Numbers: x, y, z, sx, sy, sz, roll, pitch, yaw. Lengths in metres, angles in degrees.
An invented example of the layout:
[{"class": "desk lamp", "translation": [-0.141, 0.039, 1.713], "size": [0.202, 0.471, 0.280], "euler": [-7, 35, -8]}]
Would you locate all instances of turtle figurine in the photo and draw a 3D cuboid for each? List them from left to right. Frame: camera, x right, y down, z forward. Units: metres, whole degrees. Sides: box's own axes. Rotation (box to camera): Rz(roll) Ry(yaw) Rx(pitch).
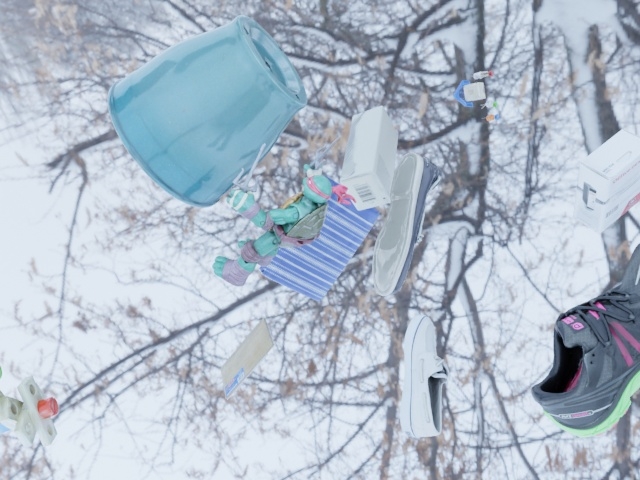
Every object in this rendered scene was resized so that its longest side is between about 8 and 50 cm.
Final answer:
[{"class": "turtle figurine", "translation": [-0.052, -0.038, 0.851], "size": [0.175, 0.234, 0.118], "euler": [-12, -121, -51]}]

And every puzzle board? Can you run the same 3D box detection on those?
[{"class": "puzzle board", "translation": [-0.129, 0.207, 1.085], "size": [0.128, 0.011, 0.096], "euler": [-50, -155, 8]}]

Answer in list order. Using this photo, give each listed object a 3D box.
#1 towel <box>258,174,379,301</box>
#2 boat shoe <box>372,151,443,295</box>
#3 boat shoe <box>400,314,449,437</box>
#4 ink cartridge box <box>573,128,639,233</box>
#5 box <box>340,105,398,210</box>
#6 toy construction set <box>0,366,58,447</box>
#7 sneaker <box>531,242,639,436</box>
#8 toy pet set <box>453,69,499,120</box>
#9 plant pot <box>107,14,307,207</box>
[{"class": "towel", "translation": [0.000, 0.000, 1.801], "size": [0.336, 0.243, 0.040], "euler": [-56, -147, 8]}, {"class": "boat shoe", "translation": [0.128, -0.018, 0.872], "size": [0.065, 0.206, 0.075], "euler": [16, 174, -29]}, {"class": "boat shoe", "translation": [0.232, 0.287, 1.331], "size": [0.088, 0.096, 0.267], "euler": [-10, -126, 34]}, {"class": "ink cartridge box", "translation": [0.456, -0.092, 0.971], "size": [0.099, 0.135, 0.056], "euler": [-36, -128, -12]}, {"class": "box", "translation": [0.128, -0.212, 1.568], "size": [0.094, 0.113, 0.275], "euler": [-15, -140, 25]}, {"class": "toy construction set", "translation": [-0.548, 0.254, 0.857], "size": [0.328, 0.215, 0.151], "euler": [-17, 174, -17]}, {"class": "sneaker", "translation": [0.636, 0.201, 1.359], "size": [0.482, 0.202, 0.185], "euler": [-61, -171, 1]}, {"class": "toy pet set", "translation": [0.375, -0.347, 1.497], "size": [0.065, 0.122, 0.114], "euler": [-5, -173, 37]}, {"class": "plant pot", "translation": [-0.172, -0.236, 1.067], "size": [0.255, 0.271, 0.271], "euler": [-32, -156, 19]}]
